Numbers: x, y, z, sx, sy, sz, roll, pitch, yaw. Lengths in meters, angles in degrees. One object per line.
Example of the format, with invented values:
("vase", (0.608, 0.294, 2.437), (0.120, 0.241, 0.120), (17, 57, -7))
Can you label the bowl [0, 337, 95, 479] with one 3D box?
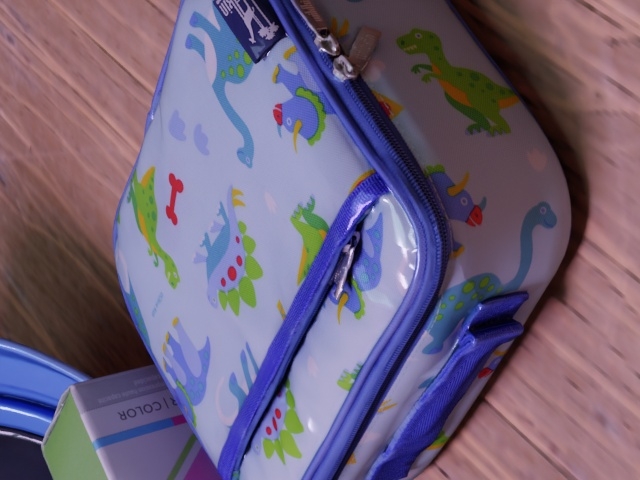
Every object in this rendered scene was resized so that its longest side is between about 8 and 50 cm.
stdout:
("bowl", (-0.206, 0.238, 0.952), (0.391, 0.391, 0.077), (62, -179, 25))

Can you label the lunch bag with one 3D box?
("lunch bag", (0.000, 0.000, 0.774), (0.176, 0.090, 0.219), (58, 145, 24))

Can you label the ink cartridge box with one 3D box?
("ink cartridge box", (-0.028, 0.150, 0.850), (0.209, 0.109, 0.062), (63, 147, 23))
